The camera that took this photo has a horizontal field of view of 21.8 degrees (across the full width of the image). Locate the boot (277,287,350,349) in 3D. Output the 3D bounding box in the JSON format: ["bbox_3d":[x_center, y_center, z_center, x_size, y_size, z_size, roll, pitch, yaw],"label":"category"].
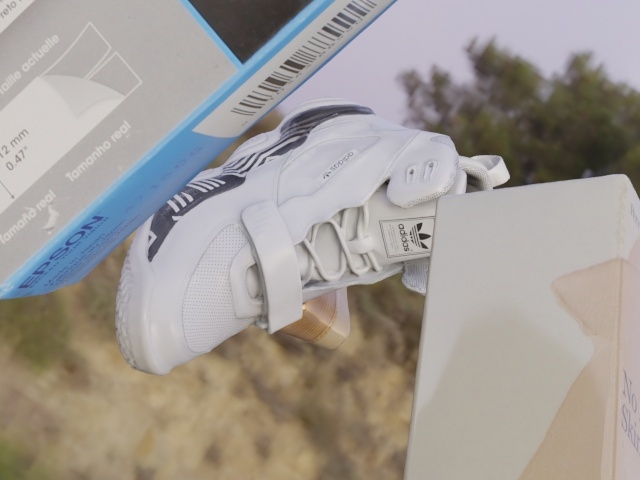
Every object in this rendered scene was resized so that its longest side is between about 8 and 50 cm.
[{"bbox_3d":[-0.066,-0.013,1.634,0.207,0.090,0.248,36,20,-28],"label":"boot"}]

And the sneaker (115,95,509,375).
[{"bbox_3d":[0.000,0.000,1.403,0.210,0.366,0.137,13,-51,33],"label":"sneaker"}]

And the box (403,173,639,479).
[{"bbox_3d":[0.128,0.130,0.944,0.121,0.311,0.148,-7,-35,24],"label":"box"}]

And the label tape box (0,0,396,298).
[{"bbox_3d":[-0.157,-0.182,0.807,0.347,0.249,0.115,50,12,5],"label":"label tape box"}]
